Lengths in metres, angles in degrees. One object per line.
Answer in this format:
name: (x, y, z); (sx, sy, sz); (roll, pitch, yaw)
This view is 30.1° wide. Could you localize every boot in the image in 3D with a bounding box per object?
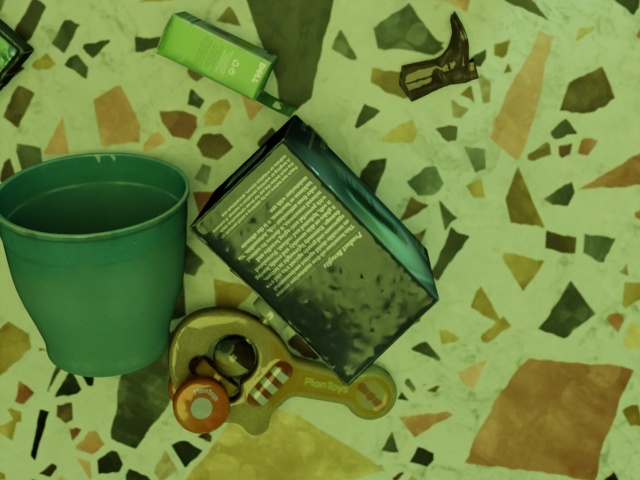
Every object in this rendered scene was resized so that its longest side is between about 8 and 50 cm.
boot: (0.160, -0.263, 1.711); (0.114, 0.037, 0.106); (-16, 99, 11)

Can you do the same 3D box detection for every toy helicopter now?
toy helicopter: (-0.051, 0.184, 1.792); (0.355, 0.140, 0.235); (13, 94, -11)

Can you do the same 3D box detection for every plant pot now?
plant pot: (-0.315, 0.043, 1.698); (0.271, 0.272, 0.255); (1, 118, 2)

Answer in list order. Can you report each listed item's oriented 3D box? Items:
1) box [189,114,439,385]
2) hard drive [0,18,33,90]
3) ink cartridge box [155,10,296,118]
box: (0.000, 0.000, 1.644); (0.182, 0.296, 0.294); (-42, 98, 10)
hard drive: (-0.615, -0.231, 1.738); (0.237, 0.064, 0.339); (41, 102, -6)
ink cartridge box: (-0.120, -0.252, 1.687); (0.209, 0.109, 0.062); (26, 103, -3)
